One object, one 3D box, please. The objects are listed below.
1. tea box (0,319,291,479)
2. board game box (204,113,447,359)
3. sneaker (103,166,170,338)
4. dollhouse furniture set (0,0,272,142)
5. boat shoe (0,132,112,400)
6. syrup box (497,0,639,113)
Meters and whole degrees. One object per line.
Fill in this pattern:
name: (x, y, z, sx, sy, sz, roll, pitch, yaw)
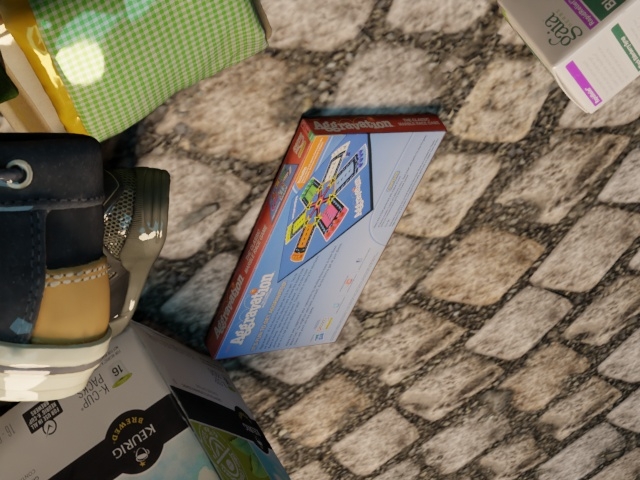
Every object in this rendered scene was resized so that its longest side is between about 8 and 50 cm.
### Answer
tea box: (-0.180, 0.307, 1.254, 0.329, 0.324, 0.220, -37, 158, 6)
board game box: (0.000, 0.000, 1.303, 0.145, 0.027, 0.281, -6, 138, -35)
sneaker: (-0.198, 0.007, 1.117, 0.130, 0.087, 0.227, 9, 153, -12)
dollhouse furniture set: (-0.134, -0.136, 0.905, 0.197, 0.151, 0.301, -26, 146, 0)
boat shoe: (-0.348, -0.041, 0.753, 0.500, 0.187, 0.156, 13, 99, -4)
syrup box: (0.275, -0.226, 1.180, 0.237, 0.093, 0.096, -39, 145, 10)
